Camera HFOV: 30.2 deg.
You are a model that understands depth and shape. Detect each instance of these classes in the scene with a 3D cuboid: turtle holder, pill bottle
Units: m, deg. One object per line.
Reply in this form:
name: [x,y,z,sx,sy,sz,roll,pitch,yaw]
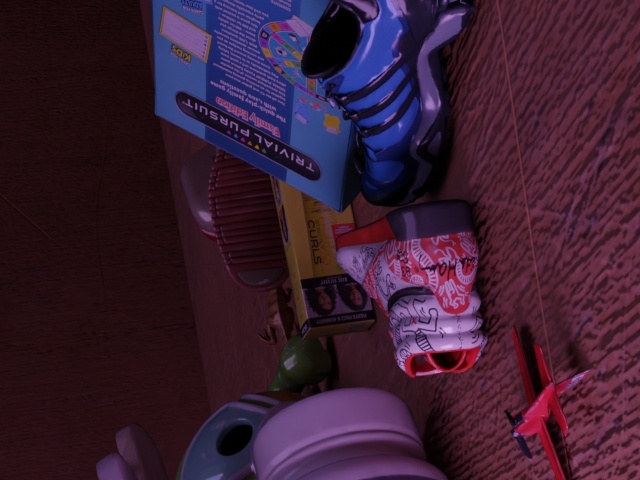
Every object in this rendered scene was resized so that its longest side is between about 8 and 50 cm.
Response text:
turtle holder: [-0.046,0.303,1.590,0.243,0.320,0.227,43,142,9]
pill bottle: [0.054,0.331,1.110,0.204,0.204,0.361,97,162,-49]

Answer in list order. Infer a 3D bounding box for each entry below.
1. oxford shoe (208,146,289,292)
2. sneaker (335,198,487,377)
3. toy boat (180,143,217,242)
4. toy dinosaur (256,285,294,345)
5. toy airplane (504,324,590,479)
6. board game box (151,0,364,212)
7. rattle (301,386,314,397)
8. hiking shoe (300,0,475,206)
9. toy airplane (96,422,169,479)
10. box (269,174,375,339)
oxford shoe: [-0.088,-0.115,1.712,0.146,0.141,0.396,91,177,-78]
sneaker: [0.078,0.055,1.099,0.270,0.090,0.144,147,117,-74]
toy boat: [-0.131,-0.066,1.952,0.151,0.151,0.231,54,-174,-34]
toy dinosaur: [-0.061,0.130,1.849,0.112,0.064,0.211,107,152,-60]
toy airplane: [0.165,0.127,0.885,0.151,0.028,0.151,171,90,-77]
board game box: [-0.050,-0.215,1.197,0.254,0.079,0.336,29,144,17]
rattle: [-0.069,0.288,1.827,0.130,0.143,0.200,66,166,-15]
hiking shoe: [0.043,-0.147,1.030,0.304,0.132,0.113,95,163,-46]
toy airplane: [-0.138,0.393,1.273,0.384,0.272,0.386,42,-162,2]
box: [0.000,0.000,1.439,0.058,0.087,0.232,119,143,-67]
